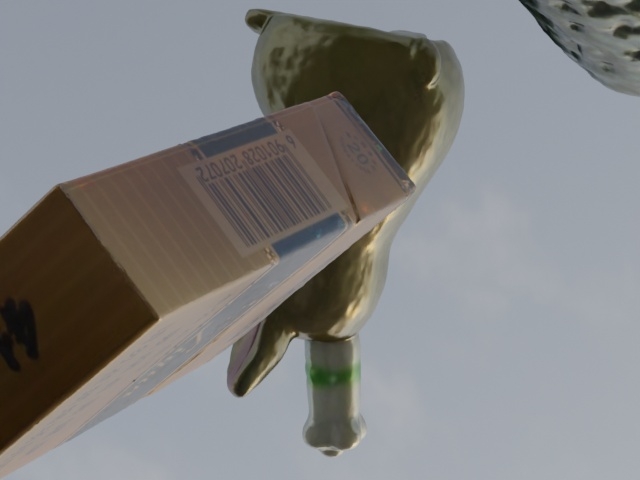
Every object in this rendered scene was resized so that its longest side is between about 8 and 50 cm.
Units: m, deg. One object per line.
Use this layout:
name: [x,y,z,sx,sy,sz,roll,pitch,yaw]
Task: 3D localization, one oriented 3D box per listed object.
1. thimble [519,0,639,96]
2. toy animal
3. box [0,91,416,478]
thimble: [0.097,-0.117,0.498,0.118,0.135,0.090,-25,-36,29]
toy animal: [-0.007,-0.015,1.340,0.181,0.180,0.363,7,-68,-39]
box: [-0.073,0.019,0.711,0.152,0.237,0.070,-40,-98,28]
